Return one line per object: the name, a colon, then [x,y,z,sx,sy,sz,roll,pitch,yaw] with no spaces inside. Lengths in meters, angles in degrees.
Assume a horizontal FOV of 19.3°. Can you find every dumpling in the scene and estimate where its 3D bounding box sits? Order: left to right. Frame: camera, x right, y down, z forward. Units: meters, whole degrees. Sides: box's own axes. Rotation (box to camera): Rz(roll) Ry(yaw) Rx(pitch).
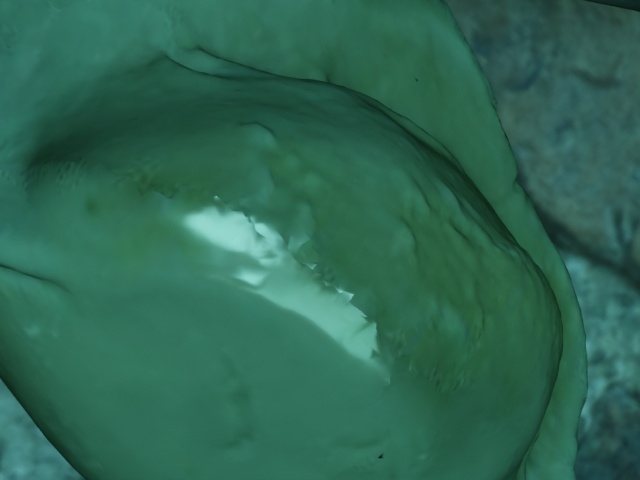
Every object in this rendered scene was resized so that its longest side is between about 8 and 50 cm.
dumpling: [0.000,0.024,0.824,0.270,0.212,0.320,-35,134,-5]

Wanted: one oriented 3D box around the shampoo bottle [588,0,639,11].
shampoo bottle: [0.044,-0.165,0.817,0.246,0.080,0.079,8,112,-25]
